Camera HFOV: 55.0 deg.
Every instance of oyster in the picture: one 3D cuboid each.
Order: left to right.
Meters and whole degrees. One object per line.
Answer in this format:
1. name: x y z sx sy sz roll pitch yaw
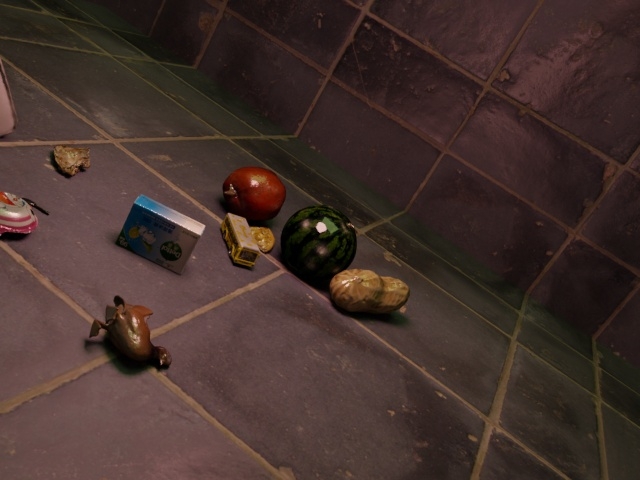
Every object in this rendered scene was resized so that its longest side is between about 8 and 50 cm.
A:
1. oyster: -0.755 -0.245 1.871 0.106 0.056 0.177 3 31 -30

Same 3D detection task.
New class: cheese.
1. cheese: -0.748 -0.053 1.421 0.155 0.062 0.244 30 21 -7

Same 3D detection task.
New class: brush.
1. brush: -0.738 -0.090 1.594 0.083 0.008 0.024 31 17 1

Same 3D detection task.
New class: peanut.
1. peanut: 0.167 0.170 2.049 0.325 0.153 0.140 7 35 -34

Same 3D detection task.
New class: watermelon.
1. watermelon: -0.004 0.003 2.071 0.269 0.269 0.269 27 21 -11

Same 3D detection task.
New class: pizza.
1. pizza: -0.203 -0.012 2.120 0.099 0.035 0.160 26 21 -12

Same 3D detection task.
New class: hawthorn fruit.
1. hawthorn fruit: -0.246 -0.170 2.197 0.250 0.215 0.215 7 31 -51

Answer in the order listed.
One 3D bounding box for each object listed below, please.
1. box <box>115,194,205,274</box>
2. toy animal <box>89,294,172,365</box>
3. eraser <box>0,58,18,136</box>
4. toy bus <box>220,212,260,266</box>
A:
1. box: -0.431 -0.016 1.661 0.194 0.139 0.073 27 22 -10
2. toy animal: -0.398 0.192 1.324 0.179 0.089 0.188 37 12 -37
3. eraser: -1.000 -0.429 1.738 0.331 0.331 0.150 12 26 -42
4. toy bus: -0.257 -0.001 1.965 0.081 0.074 0.226 20 22 -29
